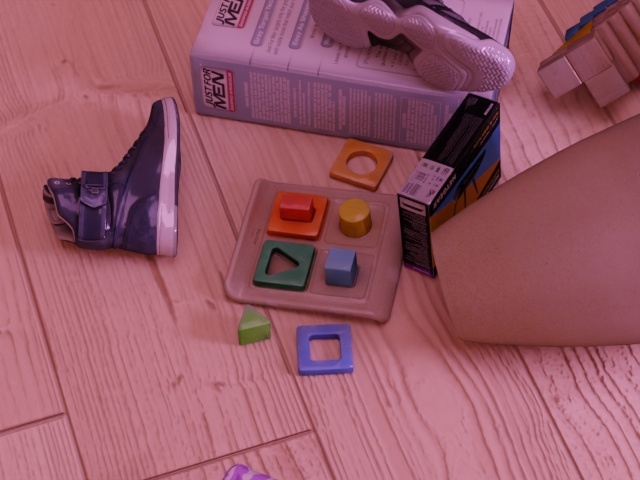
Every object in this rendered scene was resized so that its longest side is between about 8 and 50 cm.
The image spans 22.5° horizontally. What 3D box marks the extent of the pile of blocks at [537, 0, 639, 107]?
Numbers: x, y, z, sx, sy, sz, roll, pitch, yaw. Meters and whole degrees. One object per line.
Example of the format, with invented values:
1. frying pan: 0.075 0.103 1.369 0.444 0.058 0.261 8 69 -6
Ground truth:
1. pile of blocks: 0.426 -0.277 2.069 0.362 0.149 0.112 -39 104 -15

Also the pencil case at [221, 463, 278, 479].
1. pencil case: -0.016 0.300 1.636 0.206 0.086 0.088 20 83 17

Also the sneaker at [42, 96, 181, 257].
1. sneaker: -0.248 -0.083 1.927 0.163 0.086 0.226 1 54 -1

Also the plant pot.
1. plant pot: 0.269 0.013 1.768 0.274 0.256 0.256 -15 52 10

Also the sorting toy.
1. sorting toy: 0.000 0.000 1.883 0.196 0.047 0.347 9 53 8

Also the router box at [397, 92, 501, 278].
1. router box: 0.153 -0.065 1.874 0.046 0.133 0.179 22 56 23

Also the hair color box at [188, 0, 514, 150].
1. hair color box: 0.041 -0.232 2.019 0.374 0.113 0.185 10 53 8

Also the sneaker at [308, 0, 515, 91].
1. sneaker: 0.131 -0.281 1.918 0.268 0.101 0.153 24 59 21
